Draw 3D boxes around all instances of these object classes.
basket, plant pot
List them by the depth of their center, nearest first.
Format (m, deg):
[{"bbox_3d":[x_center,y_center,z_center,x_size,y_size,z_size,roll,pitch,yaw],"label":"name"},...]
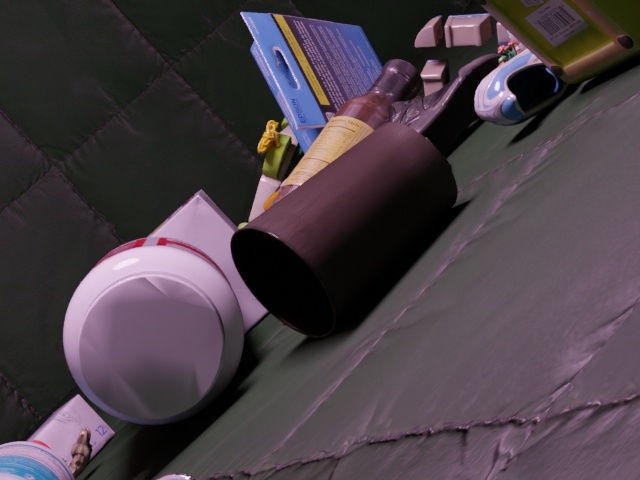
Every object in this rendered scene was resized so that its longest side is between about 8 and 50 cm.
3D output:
[{"bbox_3d":[0.312,-0.314,1.515,0.207,0.227,0.228,-52,10,-18],"label":"plant pot"},{"bbox_3d":[0.036,-0.020,1.537,0.227,0.154,0.204,-41,6,-21],"label":"basket"}]

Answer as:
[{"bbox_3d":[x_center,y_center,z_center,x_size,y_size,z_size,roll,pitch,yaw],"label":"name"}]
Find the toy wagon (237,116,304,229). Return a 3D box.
[{"bbox_3d":[-0.081,-0.101,2.510,0.344,0.068,0.267,99,-169,-64],"label":"toy wagon"}]

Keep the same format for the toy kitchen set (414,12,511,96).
[{"bbox_3d":[0.293,-0.337,2.485,0.207,0.166,0.122,1,26,21],"label":"toy kitchen set"}]

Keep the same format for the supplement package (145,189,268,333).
[{"bbox_3d":[-0.211,0.084,2.060,0.262,0.204,0.145,-43,6,1],"label":"supplement package"}]

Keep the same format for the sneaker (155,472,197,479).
[{"bbox_3d":[-0.144,0.265,1.169,0.162,0.063,0.073,-44,22,27],"label":"sneaker"}]

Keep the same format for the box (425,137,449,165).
[{"bbox_3d":[0.093,-0.048,1.789,0.175,0.051,0.220,-42,6,11],"label":"box"}]

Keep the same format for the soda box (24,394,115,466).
[{"bbox_3d":[-0.455,0.374,2.115,0.098,0.091,0.286,-34,10,49],"label":"soda box"}]

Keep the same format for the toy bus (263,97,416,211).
[{"bbox_3d":[0.048,-0.118,2.296,0.333,0.108,0.130,-39,8,20],"label":"toy bus"}]

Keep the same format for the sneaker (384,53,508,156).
[{"bbox_3d":[0.178,-0.201,2.014,0.227,0.087,0.130,-47,33,-9],"label":"sneaker"}]

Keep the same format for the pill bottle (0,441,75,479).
[{"bbox_3d":[-0.382,0.336,1.678,0.146,0.146,0.264,-42,6,1],"label":"pill bottle"}]

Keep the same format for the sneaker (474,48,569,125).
[{"bbox_3d":[0.290,-0.217,1.655,0.237,0.085,0.086,-41,32,-21],"label":"sneaker"}]

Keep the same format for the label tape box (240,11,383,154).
[{"bbox_3d":[-0.008,-0.274,2.452,0.348,0.249,0.115,-5,-28,-50],"label":"label tape box"}]

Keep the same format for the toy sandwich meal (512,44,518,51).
[{"bbox_3d":[0.349,-0.324,2.205,0.085,0.029,0.085,-38,18,15],"label":"toy sandwich meal"}]

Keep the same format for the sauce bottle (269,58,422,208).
[{"bbox_3d":[0.051,-0.141,2.074,0.344,0.111,0.111,-54,11,-30],"label":"sauce bottle"}]

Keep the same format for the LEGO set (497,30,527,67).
[{"bbox_3d":[0.310,-0.304,1.930,0.287,0.107,0.132,-45,7,-24],"label":"LEGO set"}]

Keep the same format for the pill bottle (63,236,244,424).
[{"bbox_3d":[-0.218,0.116,1.778,0.229,0.229,0.408,-43,6,-2],"label":"pill bottle"}]

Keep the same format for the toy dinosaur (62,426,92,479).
[{"bbox_3d":[-0.411,0.385,1.946,0.268,0.064,0.118,-46,0,-15],"label":"toy dinosaur"}]
